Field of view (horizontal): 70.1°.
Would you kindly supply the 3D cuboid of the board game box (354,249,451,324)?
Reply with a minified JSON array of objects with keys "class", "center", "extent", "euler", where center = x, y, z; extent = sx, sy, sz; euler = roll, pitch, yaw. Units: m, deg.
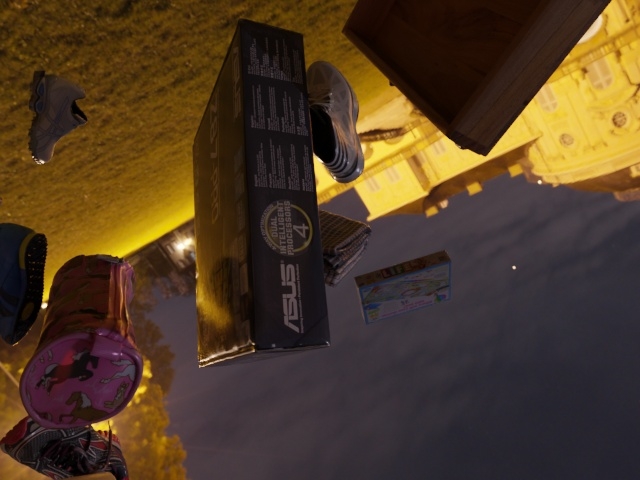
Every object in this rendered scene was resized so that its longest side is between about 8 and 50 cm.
[{"class":"board game box","center":[0.139,0.080,0.757],"extent":[0.154,0.103,0.026],"euler":[-16,-136,-2]}]

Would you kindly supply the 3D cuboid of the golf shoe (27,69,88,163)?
[{"class":"golf shoe","center":[-0.443,-0.194,0.771],"extent":[0.086,0.069,0.176],"euler":[6,138,-30]}]

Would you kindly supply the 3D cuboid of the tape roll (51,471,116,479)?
[{"class":"tape roll","center":[-0.381,0.458,0.615],"extent":[0.169,0.245,0.246],"euler":[8,164,-36]}]

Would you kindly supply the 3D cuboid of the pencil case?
[{"class":"pencil case","center":[-0.393,0.146,0.780],"extent":[0.160,0.167,0.386],"euler":[-8,-159,-21]}]

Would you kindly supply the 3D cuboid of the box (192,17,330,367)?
[{"class":"box","center":[-0.104,-0.033,0.636],"extent":[0.097,0.394,0.318],"euler":[3,163,-27]}]

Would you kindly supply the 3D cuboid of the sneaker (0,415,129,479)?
[{"class":"sneaker","center":[-0.450,0.397,0.847],"extent":[0.121,0.299,0.112],"euler":[-41,-128,-14]}]

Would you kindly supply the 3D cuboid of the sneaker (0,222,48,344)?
[{"class":"sneaker","center":[-0.500,0.068,0.732],"extent":[0.069,0.082,0.209],"euler":[-88,-165,-70]}]

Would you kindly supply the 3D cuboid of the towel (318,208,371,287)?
[{"class":"towel","center":[0.000,0.000,1.371],"extent":[0.235,0.121,0.284],"euler":[20,-151,19]}]

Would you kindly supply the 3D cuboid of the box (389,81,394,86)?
[{"class":"box","center":[0.282,-0.435,1.040],"extent":[0.233,0.126,0.148],"euler":[6,-142,20]}]

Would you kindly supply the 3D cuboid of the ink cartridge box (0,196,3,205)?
[{"class":"ink cartridge box","center":[-0.510,-0.023,0.528],"extent":[0.078,0.134,0.231],"euler":[-55,-166,15]}]

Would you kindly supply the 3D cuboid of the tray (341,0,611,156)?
[{"class":"tray","center":[0.168,-0.308,0.635],"extent":[0.202,0.076,0.410],"euler":[-56,-144,27]}]

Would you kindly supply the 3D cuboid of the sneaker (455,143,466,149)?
[{"class":"sneaker","center":[0.449,-0.337,1.131],"extent":[0.286,0.130,0.109],"euler":[-51,-132,17]}]

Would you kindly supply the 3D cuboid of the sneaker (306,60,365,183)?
[{"class":"sneaker","center":[0.016,-0.421,1.433],"extent":[0.169,0.446,0.257],"euler":[-19,163,17]}]
